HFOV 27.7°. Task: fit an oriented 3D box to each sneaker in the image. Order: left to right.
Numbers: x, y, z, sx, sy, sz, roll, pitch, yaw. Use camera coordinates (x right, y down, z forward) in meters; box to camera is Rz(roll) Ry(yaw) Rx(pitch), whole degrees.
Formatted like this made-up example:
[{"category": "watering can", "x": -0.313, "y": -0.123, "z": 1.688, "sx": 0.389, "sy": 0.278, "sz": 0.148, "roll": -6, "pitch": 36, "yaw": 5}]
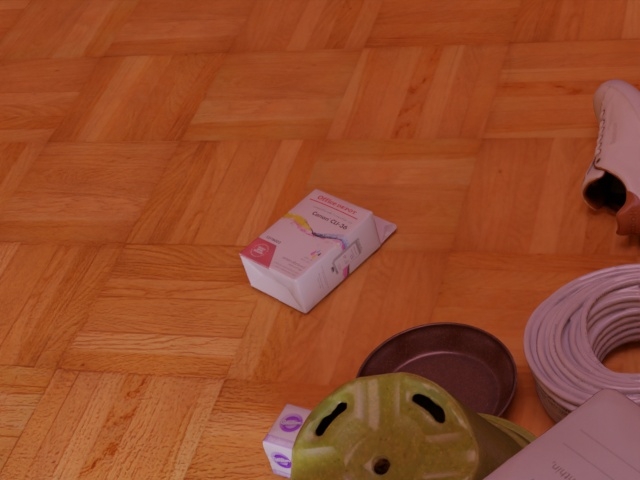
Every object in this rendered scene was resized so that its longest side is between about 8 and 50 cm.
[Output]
[{"category": "sneaker", "x": 0.400, "y": -0.118, "z": 1.768, "sx": 0.123, "sy": 0.106, "sz": 0.290, "roll": -13, "pitch": 41, "yaw": 0}]

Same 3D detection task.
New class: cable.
[{"category": "cable", "x": 0.370, "y": 0.131, "z": 1.508, "sx": 0.257, "sy": 0.089, "sz": 0.257, "roll": 22, "pitch": 53, "yaw": 38}]

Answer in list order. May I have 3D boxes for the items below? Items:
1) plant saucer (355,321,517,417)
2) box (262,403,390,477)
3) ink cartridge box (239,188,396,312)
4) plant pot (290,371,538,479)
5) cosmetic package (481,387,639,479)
[{"category": "plant saucer", "x": 0.140, "y": 0.181, "z": 1.567, "sx": 0.199, "sy": 0.036, "sz": 0.198, "roll": -10, "pitch": 41, "yaw": 8}, {"category": "box", "x": 0.089, "y": 0.263, "z": 1.467, "sx": 0.324, "sy": 0.063, "sz": 0.067, "roll": 12, "pitch": 47, "yaw": 29}, {"category": "ink cartridge box", "x": 0.000, "y": 0.000, "z": 1.797, "sx": 0.115, "sy": 0.067, "sz": 0.198, "roll": 24, "pitch": 54, "yaw": 38}, {"category": "plant pot", "x": 0.098, "y": 0.255, "z": 1.264, "sx": 0.276, "sy": 0.254, "sz": 0.276, "roll": -11, "pitch": 58, "yaw": 18}, {"category": "cosmetic package", "x": 0.220, "y": 0.405, "z": 1.052, "sx": 0.394, "sy": 0.329, "sz": 0.327, "roll": -32, "pitch": 43, "yaw": -20}]
